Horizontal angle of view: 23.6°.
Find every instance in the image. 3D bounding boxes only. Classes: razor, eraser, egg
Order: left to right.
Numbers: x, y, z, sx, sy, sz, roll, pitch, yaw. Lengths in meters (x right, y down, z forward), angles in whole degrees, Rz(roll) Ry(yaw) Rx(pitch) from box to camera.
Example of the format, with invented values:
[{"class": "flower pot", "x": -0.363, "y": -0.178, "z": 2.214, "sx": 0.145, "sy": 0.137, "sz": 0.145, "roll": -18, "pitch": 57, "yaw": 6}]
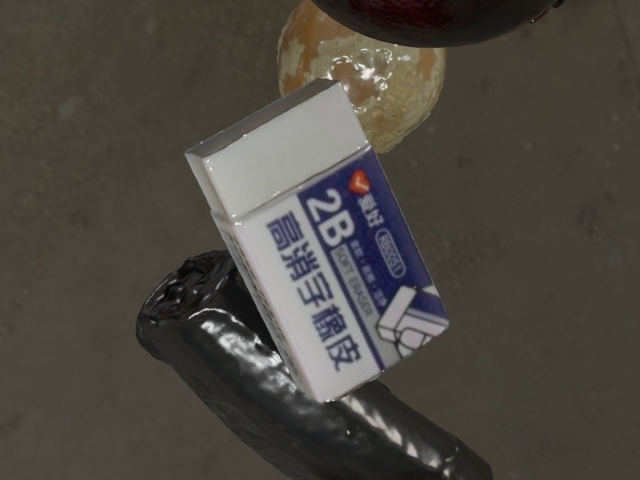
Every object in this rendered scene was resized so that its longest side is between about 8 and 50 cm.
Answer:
[{"class": "razor", "x": -0.008, "y": 0.141, "z": 1.303, "sx": 0.107, "sy": 0.327, "sz": 0.189, "roll": -55, "pitch": 21, "yaw": -17}, {"class": "eraser", "x": 0.000, "y": 0.000, "z": 1.138, "sx": 0.124, "sy": 0.210, "sz": 0.068, "roll": -30, "pitch": 19, "yaw": -14}, {"class": "egg", "x": 0.050, "y": -0.219, "z": 1.797, "sx": 0.203, "sy": 0.203, "sz": 0.245, "roll": 21, "pitch": 96, "yaw": 40}]

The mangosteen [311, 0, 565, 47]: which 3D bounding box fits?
[{"class": "mangosteen", "x": 0.071, "y": -0.309, "z": 1.132, "sx": 0.307, "sy": 0.347, "sz": 0.307, "roll": -37, "pitch": 28, "yaw": 24}]
